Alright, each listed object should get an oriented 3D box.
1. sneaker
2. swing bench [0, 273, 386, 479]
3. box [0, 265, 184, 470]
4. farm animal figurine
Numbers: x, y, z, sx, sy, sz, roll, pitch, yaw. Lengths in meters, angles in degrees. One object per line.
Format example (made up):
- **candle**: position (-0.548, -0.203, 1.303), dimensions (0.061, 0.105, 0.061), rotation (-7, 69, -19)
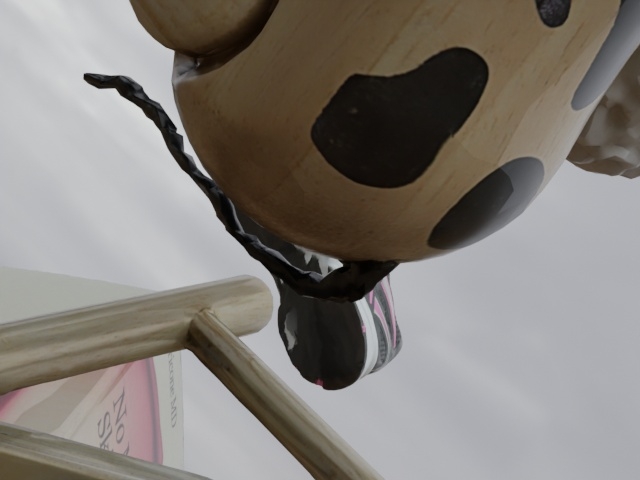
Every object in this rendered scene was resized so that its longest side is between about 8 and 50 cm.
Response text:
- **sneaker**: position (0.000, 0.000, 1.089), dimensions (0.077, 0.072, 0.178), rotation (-1, 76, -60)
- **swing bench**: position (-0.111, 0.153, 0.470), dimensions (0.254, 0.253, 0.165), rotation (1, 25, -36)
- **box**: position (-0.168, 0.133, 0.969), dimensions (0.127, 0.232, 0.149), rotation (8, -62, 14)
- **farm animal figurine**: position (0.051, -0.114, 0.358), dimensions (0.172, 0.330, 0.327), rotation (55, -46, 31)
